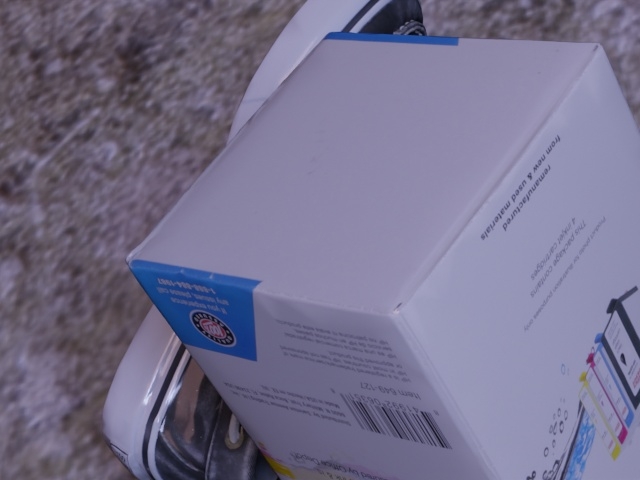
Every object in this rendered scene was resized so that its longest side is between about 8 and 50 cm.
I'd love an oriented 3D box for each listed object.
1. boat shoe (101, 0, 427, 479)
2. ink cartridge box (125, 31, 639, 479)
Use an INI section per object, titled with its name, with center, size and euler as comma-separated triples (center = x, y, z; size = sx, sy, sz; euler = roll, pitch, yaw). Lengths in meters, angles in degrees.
[boat shoe]
center = 0.000, 0.000, 0.994
size = 0.119, 0.121, 0.335
euler = 20, 80, 25
[ink cartridge box]
center = 0.066, 0.045, 0.805
size = 0.171, 0.232, 0.168
euler = 9, 50, 44
